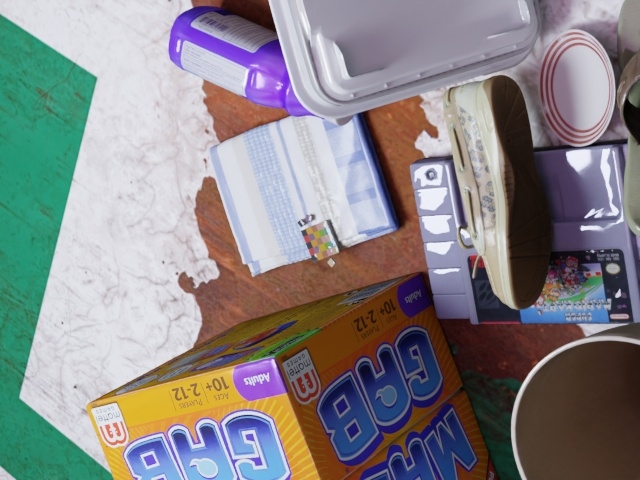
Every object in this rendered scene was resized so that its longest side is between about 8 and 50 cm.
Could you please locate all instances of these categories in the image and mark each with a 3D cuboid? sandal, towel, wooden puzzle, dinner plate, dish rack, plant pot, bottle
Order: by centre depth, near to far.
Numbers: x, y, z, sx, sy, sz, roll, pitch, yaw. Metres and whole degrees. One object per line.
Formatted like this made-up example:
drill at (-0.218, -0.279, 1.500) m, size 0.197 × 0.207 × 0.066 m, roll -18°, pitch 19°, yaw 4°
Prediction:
sandal at (0.389, -0.149, 1.358) m, size 0.120 × 0.086 × 0.302 m, roll -6°, pitch 78°, yaw 32°
plant pot at (0.394, 0.193, 1.387) m, size 0.257 × 0.274 × 0.256 m, roll 10°, pitch 109°, yaw 31°
dish rack at (0.104, -0.310, 1.395) m, size 0.072 × 0.333 × 0.285 m, roll -163°, pitch 57°, yaw -69°
dinner plate at (0.312, -0.184, 1.454) m, size 0.141 × 0.017 × 0.141 m, roll 31°, pitch 125°, yaw 58°
bottle at (-0.075, -0.240, 1.670) m, size 0.283 × 0.118 × 0.092 m, roll 27°, pitch 120°, yaw 24°
wooden puzzle at (0.000, 0.000, 1.724) m, size 0.049 × 0.006 × 0.083 m, roll -22°, pitch 90°, yaw 36°
towel at (-0.029, -0.076, 1.748) m, size 0.285 × 0.034 × 0.209 m, roll -17°, pitch 94°, yaw 36°

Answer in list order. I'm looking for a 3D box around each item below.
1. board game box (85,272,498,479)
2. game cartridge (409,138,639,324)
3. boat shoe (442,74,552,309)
board game box at (-0.027, 0.295, 1.667) m, size 0.356 × 0.357 × 0.356 m, roll -18°, pitch 95°, yaw 38°
game cartridge at (0.290, -0.005, 1.534) m, size 0.355 × 0.068 × 0.230 m, roll -3°, pitch 99°, yaw 36°
boat shoe at (0.215, -0.056, 1.479) m, size 0.089 × 0.105 × 0.285 m, roll -6°, pitch 92°, yaw 41°
